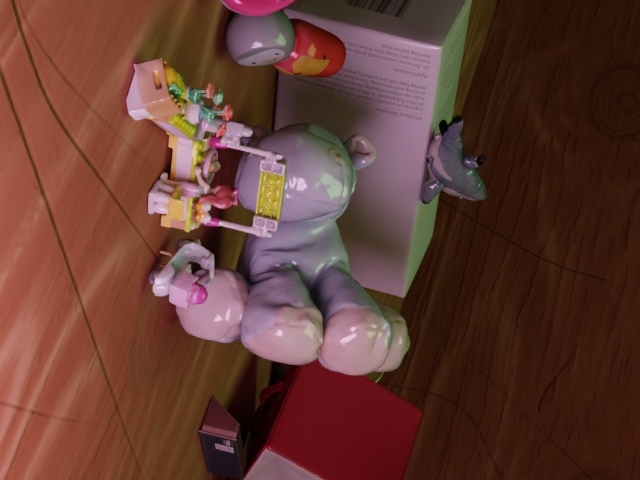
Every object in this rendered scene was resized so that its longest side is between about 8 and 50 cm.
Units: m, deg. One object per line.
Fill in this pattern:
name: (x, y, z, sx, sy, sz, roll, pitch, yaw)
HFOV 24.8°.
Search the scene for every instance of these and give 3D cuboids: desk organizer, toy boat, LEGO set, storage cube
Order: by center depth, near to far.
LEGO set: (-0.092, -0.068, 1.281, 0.287, 0.107, 0.132, 93, 15, -50)
toy boat: (0.028, -0.297, 1.402, 0.148, 0.267, 0.318, 7, 119, -52)
desk organizer: (-0.114, 0.243, 1.782, 0.130, 0.047, 0.050, 88, 16, -59)
storage cube: (-0.004, 0.295, 1.932, 0.183, 0.215, 0.193, -54, -172, 42)

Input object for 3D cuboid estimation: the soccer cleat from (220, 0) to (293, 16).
soccer cleat: (-0.013, -0.360, 1.319, 0.331, 0.116, 0.143, -66, -157, 6)

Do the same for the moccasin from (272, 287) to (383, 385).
moccasin: (0.016, 0.175, 2.132, 0.139, 0.147, 0.380, -59, 160, -60)

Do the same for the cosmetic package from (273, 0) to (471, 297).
cosmetic package: (0.052, -0.131, 1.758, 0.155, 0.197, 0.365, -61, 163, -49)

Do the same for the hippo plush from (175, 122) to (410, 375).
hippo plush: (0.000, 0.000, 1.531, 0.294, 0.234, 0.236, -7, 111, -79)

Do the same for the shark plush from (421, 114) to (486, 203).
shark plush: (0.160, -0.101, 1.661, 0.161, 0.067, 0.073, 89, 23, -51)
